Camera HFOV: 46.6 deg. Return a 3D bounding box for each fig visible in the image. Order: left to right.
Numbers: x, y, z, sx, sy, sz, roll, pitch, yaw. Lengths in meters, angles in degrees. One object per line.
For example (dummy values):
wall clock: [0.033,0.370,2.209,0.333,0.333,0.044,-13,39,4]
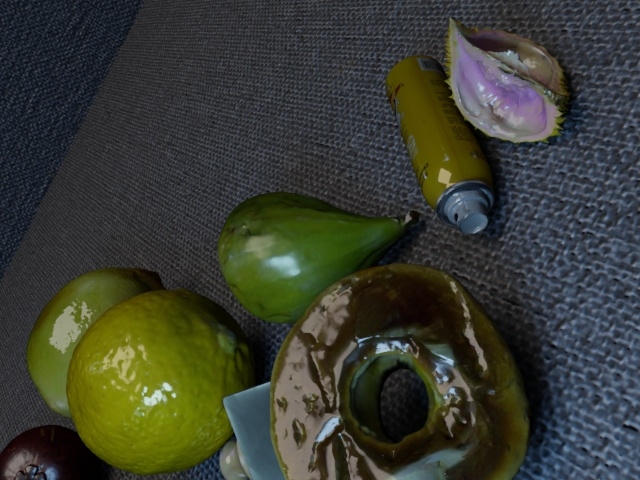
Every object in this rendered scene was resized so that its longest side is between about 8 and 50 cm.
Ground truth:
fig: [-0.028,0.005,1.194,0.314,0.233,0.233,-35,42,42]

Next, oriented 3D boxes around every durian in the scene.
durian: [0.262,-0.225,1.051,0.182,0.132,0.165,9,88,19]

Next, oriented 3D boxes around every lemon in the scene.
lemon: [-0.274,0.241,1.280,0.336,0.336,0.336,-31,44,37]

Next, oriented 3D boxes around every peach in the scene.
peach: [-0.457,0.212,1.567,0.315,0.281,0.314,-41,33,16]

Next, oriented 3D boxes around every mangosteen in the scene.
mangosteen: [-0.589,0.507,1.626,0.257,0.215,0.215,107,-173,-84]

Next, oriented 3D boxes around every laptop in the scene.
laptop: [-0.032,0.325,1.034,0.187,0.015,0.269,-27,82,41]

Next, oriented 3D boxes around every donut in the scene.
donut: [0.101,0.200,0.896,0.329,0.160,0.330,-11,64,22]

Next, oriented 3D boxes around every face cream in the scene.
face cream: [0.183,-0.145,1.130,0.105,0.105,0.349,-41,40,28]

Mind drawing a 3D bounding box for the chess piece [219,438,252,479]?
chess piece: [-0.060,0.299,1.137,0.307,0.139,0.124,-34,7,40]
